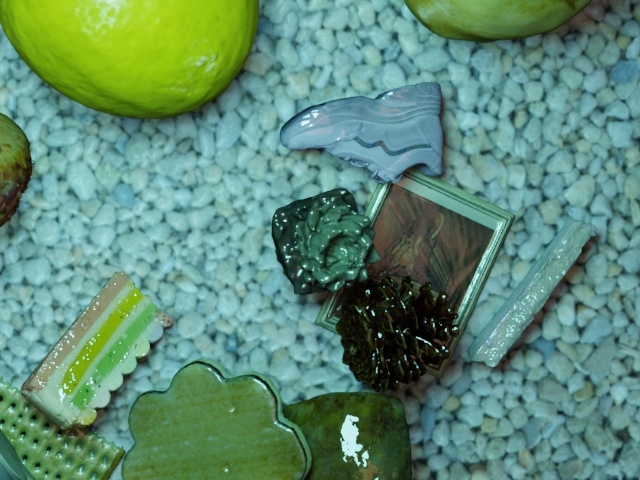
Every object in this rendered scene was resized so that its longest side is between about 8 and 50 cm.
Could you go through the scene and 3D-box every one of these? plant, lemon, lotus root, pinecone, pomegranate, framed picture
[{"bbox_3d":[0.000,0.000,1.701,0.129,0.194,0.132,-23,100,-12],"label":"plant"},{"bbox_3d":[-0.239,-0.316,1.567,0.348,0.348,0.348,-1,95,-10],"label":"lemon"},{"bbox_3d":[0.020,0.371,1.745,0.142,0.210,0.314,5,81,-34],"label":"lotus root"},{"bbox_3d":[0.115,0.124,1.739,0.165,0.163,0.163,-16,98,-23],"label":"pinecone"},{"bbox_3d":[0.245,-0.427,1.665,0.333,0.332,0.332,-1,95,-10],"label":"pomegranate"},{"bbox_3d":[0.142,0.042,1.820,0.216,0.016,0.273,24,91,-11],"label":"framed picture"}]

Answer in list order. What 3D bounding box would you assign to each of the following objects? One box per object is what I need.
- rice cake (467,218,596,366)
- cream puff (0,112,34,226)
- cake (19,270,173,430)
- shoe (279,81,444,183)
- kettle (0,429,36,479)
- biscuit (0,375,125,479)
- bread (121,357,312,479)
[{"bbox_3d":[0.313,0.077,1.834,0.049,0.055,0.270,38,89,0],"label":"rice cake"},{"bbox_3d":[-0.487,-0.092,1.601,0.240,0.240,0.164,5,125,-10],"label":"cream puff"},{"bbox_3d":[-0.309,0.158,1.711,0.109,0.090,0.225,41,81,-7],"label":"cake"},{"bbox_3d":[0.066,-0.139,1.746,0.245,0.095,0.137,-13,89,-15],"label":"shoe"},{"bbox_3d":[-0.513,0.363,1.671,0.243,0.160,0.210,-32,120,-7],"label":"kettle"},{"bbox_3d":[-0.408,0.294,1.747,0.231,0.016,0.139,34,90,-11],"label":"biscuit"},{"bbox_3d":[-0.151,0.267,1.729,0.287,0.056,0.207,-7,89,17],"label":"bread"}]
